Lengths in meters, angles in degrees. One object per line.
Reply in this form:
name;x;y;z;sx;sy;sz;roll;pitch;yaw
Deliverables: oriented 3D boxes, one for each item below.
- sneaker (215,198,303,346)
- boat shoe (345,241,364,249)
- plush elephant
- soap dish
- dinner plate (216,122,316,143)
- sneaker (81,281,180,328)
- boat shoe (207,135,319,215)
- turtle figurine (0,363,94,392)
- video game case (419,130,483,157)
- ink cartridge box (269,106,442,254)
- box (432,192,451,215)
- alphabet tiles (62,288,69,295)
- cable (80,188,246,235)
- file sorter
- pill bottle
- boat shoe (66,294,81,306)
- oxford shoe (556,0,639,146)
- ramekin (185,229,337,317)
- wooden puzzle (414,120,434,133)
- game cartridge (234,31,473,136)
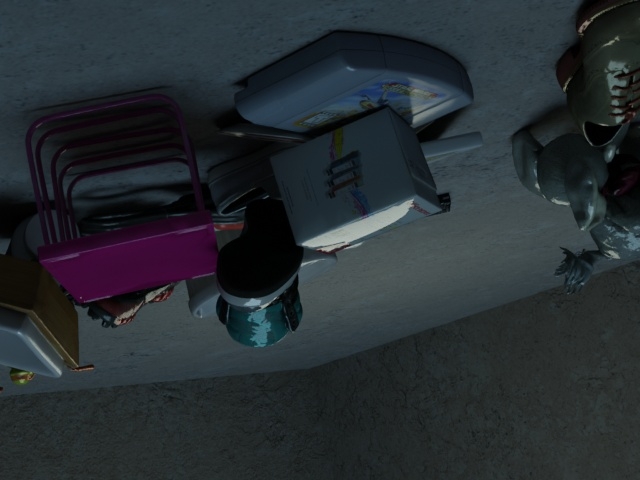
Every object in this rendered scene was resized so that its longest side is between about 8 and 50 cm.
sneaker;-0.087;0.073;1.546;0.123;0.179;0.295;8;-157;4
boat shoe;0.000;0.000;2.197;0.184;0.066;0.063;-10;153;2
plush elephant;0.452;-0.105;1.828;0.330;0.272;0.255;-43;126;-2
soap dish;-0.510;0.091;1.695;0.290;0.118;0.229;14;156;12
dinner plate;-0.068;-0.143;1.528;0.141;0.017;0.141;5;-179;0
sneaker;-0.311;0.063;1.984;0.135;0.097;0.276;-46;175;23
boat shoe;-0.064;-0.093;1.677;0.227;0.081;0.079;-19;166;28
turtle figurine;-0.538;0.167;2.051;0.269;0.217;0.087;0;163;-45
video game case;0.101;-0.118;1.725;0.226;0.026;0.206;-12;180;-17
ink cartridge box;0.049;-0.074;1.504;0.176;0.127;0.128;-21;166;16
box;0.216;-0.066;2.203;0.067;0.018;0.083;-13;167;3
alphabet tiles;-0.333;0.034;1.853;0.198;0.009;0.237;-33;-173;-17
cable;-0.217;-0.024;1.752;0.287;0.072;0.139;-18;-156;-36
file sorter;-0.247;-0.050;1.463;0.202;0.182;0.291;-12;168;-5
pill bottle;-0.426;0.019;1.764;0.108;0.108;0.193;-7;166;-23
boat shoe;-0.420;0.071;2.027;0.102;0.092;0.285;-16;167;17
oxford shoe;0.389;-0.218;1.446;0.122;0.130;0.348;-12;167;1
ramekin;-0.116;0.026;1.973;0.272;0.127;0.273;-21;170;-4
wooden puzzle;0.120;-0.151;1.632;0.078;0.014;0.116;-17;-167;46
game cartridge;0.059;-0.188;1.452;0.198;0.062;0.297;-17;167;37
